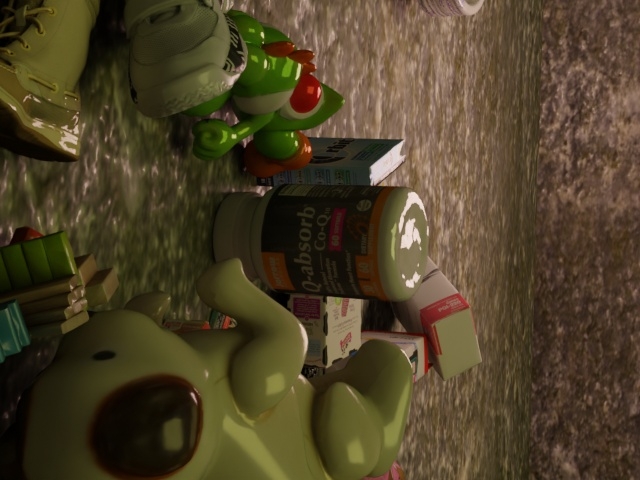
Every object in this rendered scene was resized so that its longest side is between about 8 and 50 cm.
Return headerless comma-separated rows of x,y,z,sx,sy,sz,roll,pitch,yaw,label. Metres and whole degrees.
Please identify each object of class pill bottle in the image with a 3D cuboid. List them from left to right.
0.000,0.000,1.575,0.162,0.279,0.162,2,90,-66,pill bottle

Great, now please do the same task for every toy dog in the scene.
-0.143,0.217,1.193,0.408,0.285,0.395,31,62,-46,toy dog

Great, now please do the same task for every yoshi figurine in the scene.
-0.114,-0.204,1.498,0.203,0.203,0.362,-43,165,-1,yoshi figurine

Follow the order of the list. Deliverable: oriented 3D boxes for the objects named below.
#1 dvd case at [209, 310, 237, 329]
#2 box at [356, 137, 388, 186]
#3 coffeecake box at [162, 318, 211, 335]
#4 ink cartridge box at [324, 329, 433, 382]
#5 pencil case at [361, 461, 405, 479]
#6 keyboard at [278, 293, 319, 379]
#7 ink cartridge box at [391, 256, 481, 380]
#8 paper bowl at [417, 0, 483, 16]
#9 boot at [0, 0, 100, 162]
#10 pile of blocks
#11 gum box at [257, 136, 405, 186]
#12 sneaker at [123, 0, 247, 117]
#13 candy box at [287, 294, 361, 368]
-0.129,0.135,1.625,0.119,0.013,0.087,52,46,-54,dvd case
0.082,-0.071,2.050,0.186,0.038,0.145,70,33,-43,box
-0.186,0.216,1.438,0.185,0.068,0.142,-65,146,-41,coffeecake box
0.111,0.217,2.027,0.231,0.134,0.077,-22,112,-65,ink cartridge box
0.016,0.373,1.788,0.386,0.167,0.160,49,50,-58,pencil case
-0.030,0.156,1.832,0.201,0.033,0.317,26,68,-64,keyboard
0.213,0.138,2.157,0.218,0.092,0.158,52,-17,50,ink cartridge box
0.231,-0.583,2.197,0.284,0.148,0.284,3,90,-67,paper bowl
-0.299,-0.204,1.097,0.262,0.095,0.203,37,60,-69,boot
-0.316,0.048,1.030,0.362,0.149,0.112,-36,113,-62,pile of blocks
0.018,-0.120,1.718,0.157,0.185,0.041,-41,130,-58,gum box
-0.183,-0.291,1.226,0.365,0.137,0.210,-97,164,-55,sneaker
0.008,0.073,1.781,0.159,0.071,0.233,-14,105,-66,candy box
